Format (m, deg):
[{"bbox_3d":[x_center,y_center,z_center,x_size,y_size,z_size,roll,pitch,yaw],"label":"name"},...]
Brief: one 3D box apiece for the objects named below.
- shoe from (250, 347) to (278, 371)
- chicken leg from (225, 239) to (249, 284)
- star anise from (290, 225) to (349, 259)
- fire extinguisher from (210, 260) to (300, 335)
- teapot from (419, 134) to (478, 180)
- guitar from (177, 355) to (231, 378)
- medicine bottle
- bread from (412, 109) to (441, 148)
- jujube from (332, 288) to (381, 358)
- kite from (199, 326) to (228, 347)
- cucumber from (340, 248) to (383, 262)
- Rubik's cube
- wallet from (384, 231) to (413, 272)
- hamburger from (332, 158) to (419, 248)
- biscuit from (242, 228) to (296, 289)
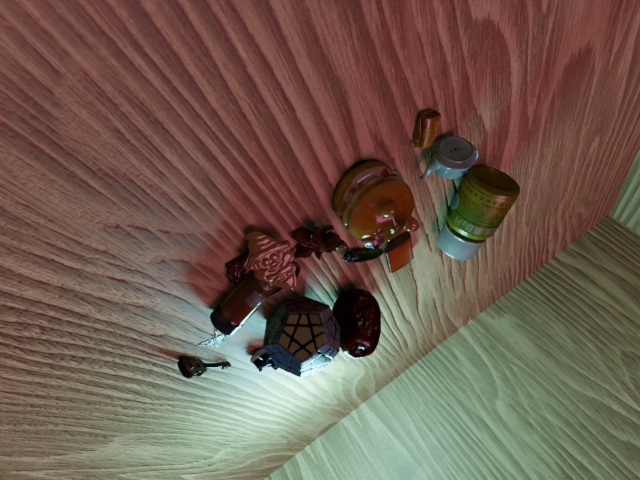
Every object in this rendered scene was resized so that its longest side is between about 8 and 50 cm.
[{"bbox_3d":[-0.211,0.530,1.884,0.207,0.106,0.091,-4,135,-47],"label":"shoe"},{"bbox_3d":[-0.246,0.063,1.375,0.093,0.053,0.205,23,108,-35],"label":"chicken leg"},{"bbox_3d":[-0.005,0.005,1.467,0.196,0.110,0.212,-12,173,-4],"label":"star anise"},{"bbox_3d":[-0.210,0.162,1.477,0.376,0.113,0.200,-47,168,14],"label":"fire extinguisher"},{"bbox_3d":[0.473,-0.287,1.535,0.232,0.158,0.158,-19,142,-12],"label":"teapot"},{"bbox_3d":[-0.451,0.498,1.670,0.038,0.083,0.271,-42,152,12],"label":"guitar"},{"bbox_3d":[0.667,-0.111,1.836,0.225,0.224,0.384,-14,139,-31],"label":"medicine bottle"},{"bbox_3d":[0.354,-0.370,1.411,0.074,0.053,0.132,-27,144,-23],"label":"bread"},{"bbox_3d":[0.156,0.355,1.832,0.223,0.317,0.222,0,126,-1],"label":"jujube"},{"bbox_3d":[-0.399,0.374,1.622,0.139,0.011,0.156,-21,142,-27],"label":"kite"},{"bbox_3d":[0.167,0.062,1.735,0.250,0.056,0.056,-4,133,-41],"label":"cucumber"},{"bbox_3d":[-0.072,0.382,1.697,0.264,0.319,0.318,-46,155,-39],"label":"Rubik's cube"},{"bbox_3d":[0.353,0.057,1.900,0.142,0.045,0.204,-36,146,-7],"label":"wallet"},{"bbox_3d":[0.195,-0.106,1.412,0.277,0.236,0.276,-22,140,-19],"label":"hamburger"},{"bbox_3d":[-0.153,0.067,1.344,0.163,0.035,0.250,-35,116,4],"label":"biscuit"}]
